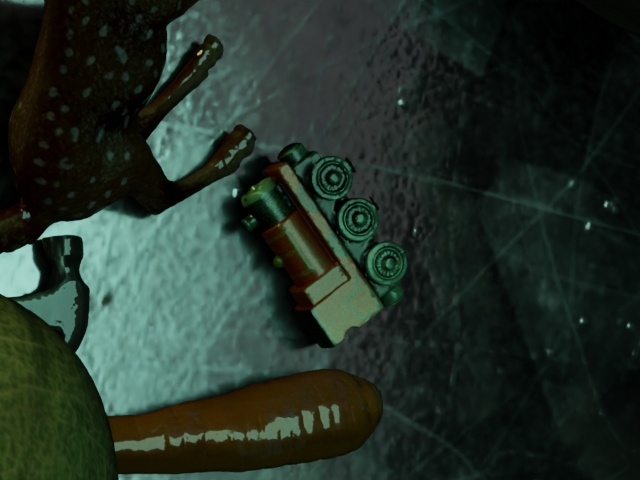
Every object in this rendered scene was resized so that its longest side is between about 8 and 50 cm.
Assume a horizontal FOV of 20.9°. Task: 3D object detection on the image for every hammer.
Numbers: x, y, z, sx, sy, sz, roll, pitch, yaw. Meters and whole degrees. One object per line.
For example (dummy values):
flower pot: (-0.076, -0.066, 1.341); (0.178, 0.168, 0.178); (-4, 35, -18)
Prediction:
hammer: (-0.205, 0.039, 0.817); (0.201, 0.021, 0.078); (-2, 86, -26)

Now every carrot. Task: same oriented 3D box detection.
carrot: (-0.070, 0.098, 0.870); (0.216, 0.048, 0.048); (-6, 88, -21)

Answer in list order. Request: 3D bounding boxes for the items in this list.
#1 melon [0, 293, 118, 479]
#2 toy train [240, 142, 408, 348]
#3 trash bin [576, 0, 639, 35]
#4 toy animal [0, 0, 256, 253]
melon: (-0.210, 0.146, 0.687); (0.237, 0.237, 0.302); (38, 70, -19)
toy train: (0.000, 0.000, 0.913); (0.064, 0.044, 0.103); (-36, 101, -14)
trash bin: (0.206, -0.202, 0.975); (0.175, 0.175, 0.161); (37, 82, -19)
toy animal: (-0.107, -0.105, 0.781); (0.260, 0.087, 0.243); (-19, 121, -49)
